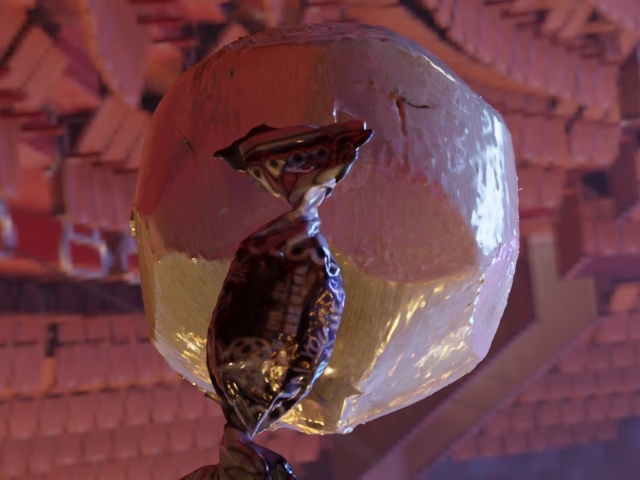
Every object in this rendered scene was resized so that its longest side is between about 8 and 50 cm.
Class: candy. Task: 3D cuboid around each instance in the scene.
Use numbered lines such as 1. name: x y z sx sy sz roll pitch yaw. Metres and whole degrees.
1. candy: -0.032 0.046 0.746 0.094 0.226 0.051 15 169 9

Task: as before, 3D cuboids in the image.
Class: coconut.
1. coconut: -0.002 0.001 0.933 0.227 0.230 0.227 4 143 3
